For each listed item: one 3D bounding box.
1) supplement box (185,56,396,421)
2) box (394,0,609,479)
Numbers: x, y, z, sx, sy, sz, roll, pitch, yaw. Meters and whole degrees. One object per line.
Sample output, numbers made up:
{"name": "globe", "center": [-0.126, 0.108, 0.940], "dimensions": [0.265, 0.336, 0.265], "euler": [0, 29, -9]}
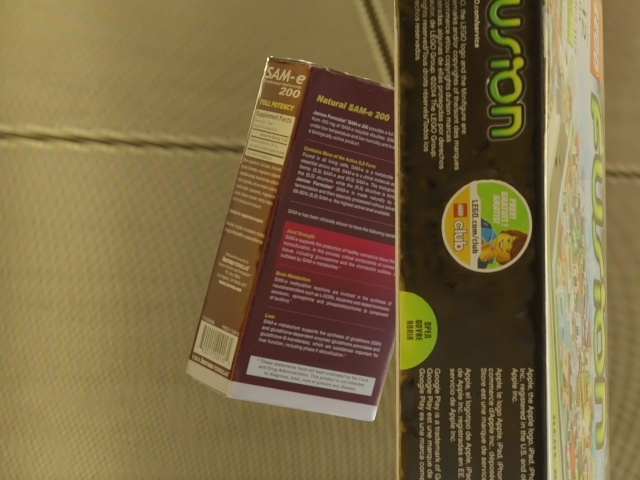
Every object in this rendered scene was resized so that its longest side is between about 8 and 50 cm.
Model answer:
{"name": "supplement box", "center": [0.000, 0.000, 1.188], "dimensions": [0.130, 0.239, 0.073], "euler": [14, -177, -32]}
{"name": "box", "center": [0.049, 0.024, 0.418], "dimensions": [0.036, 0.207, 0.114], "euler": [-1, 176, 17]}
